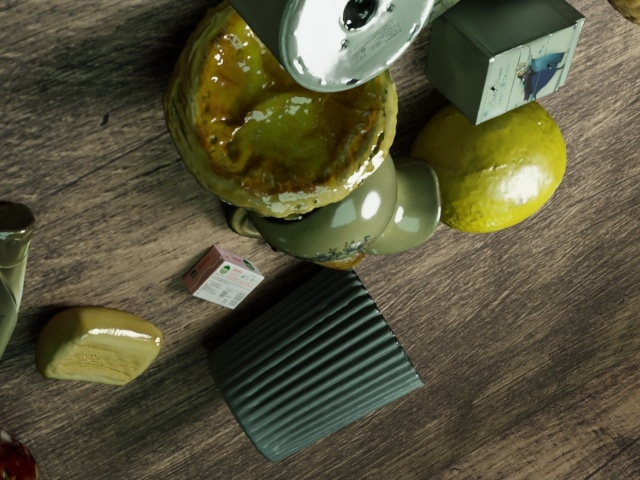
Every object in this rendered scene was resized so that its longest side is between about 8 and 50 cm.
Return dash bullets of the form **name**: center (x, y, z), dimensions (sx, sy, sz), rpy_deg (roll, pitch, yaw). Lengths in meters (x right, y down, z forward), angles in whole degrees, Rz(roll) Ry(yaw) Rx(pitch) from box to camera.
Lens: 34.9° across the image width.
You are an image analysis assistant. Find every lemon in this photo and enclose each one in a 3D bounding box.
- **lemon**: center (0.295, -0.141, 1.810), dimensions (0.284, 0.260, 0.260), rpy_deg (-5, 137, -21)

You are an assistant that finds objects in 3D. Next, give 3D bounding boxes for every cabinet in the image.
- **cabinet**: center (0.307, -0.318, 1.696), dimensions (0.206, 0.150, 0.145), rpy_deg (-24, 145, -22)

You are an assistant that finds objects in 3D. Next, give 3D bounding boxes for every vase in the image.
- **vase**: center (-0.005, -0.067, 1.669), dimensions (0.329, 0.241, 0.302), rpy_deg (-17, 164, 30)

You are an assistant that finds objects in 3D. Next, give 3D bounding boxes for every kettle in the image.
- **kettle**: center (-0.054, -0.346, 1.151), dimensions (0.265, 0.318, 0.205), rpy_deg (5, 129, -46)

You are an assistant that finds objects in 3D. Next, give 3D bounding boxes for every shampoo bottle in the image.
- **shampoo bottle**: center (-0.502, 0.097, 1.491), dimensions (0.126, 0.084, 0.350), rpy_deg (2, 130, -43)

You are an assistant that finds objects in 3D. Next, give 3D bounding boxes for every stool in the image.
- **stool**: center (-0.016, 0.238, 1.964), dimensions (0.330, 0.297, 0.297), rpy_deg (-32, 148, 0)

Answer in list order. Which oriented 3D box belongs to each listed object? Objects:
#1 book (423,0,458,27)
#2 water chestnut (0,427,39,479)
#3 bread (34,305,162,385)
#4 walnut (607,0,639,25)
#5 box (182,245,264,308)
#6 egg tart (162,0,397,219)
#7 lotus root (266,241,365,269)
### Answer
- **book**: center (0.159, -0.409, 1.551), dimensions (0.289, 0.026, 0.201), rpy_deg (-38, 148, 1)
- **water chestnut**: center (-0.622, 0.427, 1.626), dimensions (0.335, 0.347, 0.335), rpy_deg (-49, -170, 12)
- **bread**: center (-0.371, 0.169, 1.691), dimensions (0.147, 0.098, 0.217), rpy_deg (-46, 144, 15)
- **walnut**: center (0.568, -0.442, 1.761), dimensions (0.141, 0.204, 0.238), rpy_deg (-34, 150, 21)
- **box**: center (-0.172, 0.067, 1.808), dimensions (0.089, 0.043, 0.125), rpy_deg (-45, 147, 11)
- **egg tart**: center (-0.057, -0.188, 1.419), dimensions (0.341, 0.341, 0.132), rpy_deg (-26, 180, -19)
- **lotus root**: center (0.000, 0.000, 1.845), dimensions (0.191, 0.108, 0.094), rpy_deg (1, 163, -31)
